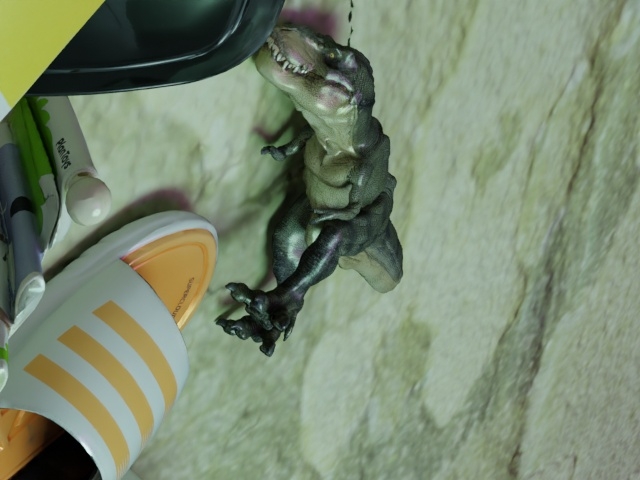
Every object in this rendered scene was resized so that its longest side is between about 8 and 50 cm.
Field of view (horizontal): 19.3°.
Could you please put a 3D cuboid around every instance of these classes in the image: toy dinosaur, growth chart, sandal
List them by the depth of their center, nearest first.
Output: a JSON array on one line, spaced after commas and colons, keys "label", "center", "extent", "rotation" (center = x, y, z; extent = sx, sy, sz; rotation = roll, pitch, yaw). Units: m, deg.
[{"label": "growth chart", "center": [-0.150, 0.044, 0.665], "extent": [0.021, 0.172, 0.237], "rotation": [33, 98, -30]}, {"label": "sandal", "center": [-0.129, 0.097, 0.839], "extent": [0.265, 0.076, 0.102], "rotation": [-41, 152, -19]}, {"label": "toy dinosaur", "center": [0.000, 0.000, 0.943], "extent": [0.118, 0.064, 0.268], "rotation": [-51, 158, -15]}]

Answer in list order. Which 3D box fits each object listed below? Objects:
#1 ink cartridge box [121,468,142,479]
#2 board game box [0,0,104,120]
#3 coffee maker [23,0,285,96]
[{"label": "ink cartridge box", "center": [-0.142, 0.233, 0.927], "extent": [0.231, 0.134, 0.078], "rotation": [-36, 150, -29]}, {"label": "board game box", "center": [-0.116, -0.132, 0.386], "extent": [0.316, 0.242, 0.064], "rotation": [-50, 148, -3]}, {"label": "coffee maker", "center": [-0.070, -0.125, 0.509], "extent": [0.120, 0.178, 0.171], "rotation": [-18, 144, 0]}]
